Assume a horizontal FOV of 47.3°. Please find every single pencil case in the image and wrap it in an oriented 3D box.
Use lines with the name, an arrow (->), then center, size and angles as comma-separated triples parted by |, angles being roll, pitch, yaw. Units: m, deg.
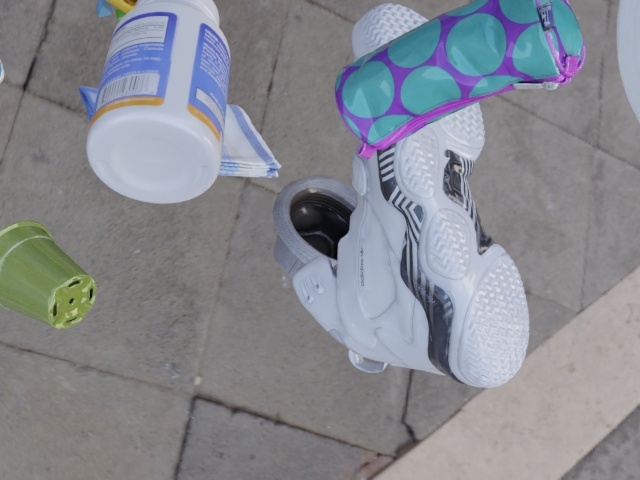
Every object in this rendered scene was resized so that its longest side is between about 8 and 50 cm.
pencil case -> 0.086, -0.109, 0.469 | 0.064, 0.151, 0.070 | 10, 67, -53

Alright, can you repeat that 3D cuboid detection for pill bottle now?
pill bottle -> -0.189, -0.193, 0.898 | 0.152, 0.152, 0.272 | 18, 49, -23

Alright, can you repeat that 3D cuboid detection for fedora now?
fedora -> 0.000, 0.000, 1.479 | 0.243, 0.124, 0.275 | 35, 36, -3

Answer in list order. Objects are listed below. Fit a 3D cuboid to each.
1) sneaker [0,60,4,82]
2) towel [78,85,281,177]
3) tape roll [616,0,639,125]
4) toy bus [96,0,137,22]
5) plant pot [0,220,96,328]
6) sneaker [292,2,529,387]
sneaker -> -0.530, -0.305, 1.088 | 0.058, 0.084, 0.152 | -27, 91, -12
towel -> -0.221, -0.176, 1.159 | 0.284, 0.034, 0.209 | 2, 38, -33
tape roll -> 0.494, -0.212, 0.716 | 0.072, 0.392, 0.392 | -29, 95, -41
toy bus -> -0.340, -0.481, 1.458 | 0.202, 0.191, 0.104 | -11, 66, -18
plant pot -> -0.238, 0.037, 0.626 | 0.079, 0.083, 0.083 | 27, 64, 25
sneaker -> 0.059, -0.028, 0.724 | 0.137, 0.210, 0.366 | -21, 96, -45
